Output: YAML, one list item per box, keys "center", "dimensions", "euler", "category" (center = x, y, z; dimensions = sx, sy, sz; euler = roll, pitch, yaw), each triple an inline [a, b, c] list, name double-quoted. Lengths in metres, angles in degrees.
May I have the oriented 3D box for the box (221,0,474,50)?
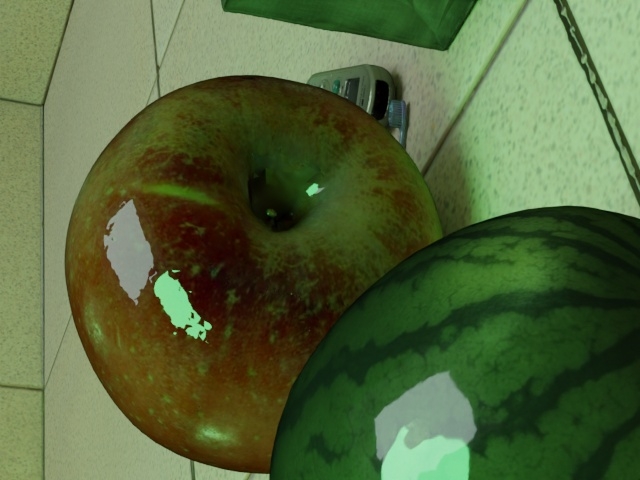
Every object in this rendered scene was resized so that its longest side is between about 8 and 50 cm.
- center: [0.030, -0.292, 1.210]
  dimensions: [0.155, 0.231, 0.149]
  euler: [122, 149, -47]
  category: "box"

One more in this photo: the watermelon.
- center: [0.111, 0.141, 0.763]
  dimensions: [0.359, 0.279, 0.279]
  euler: [118, 152, -50]
  category: "watermelon"

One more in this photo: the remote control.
- center: [0.028, -0.148, 1.434]
  dimensions: [0.221, 0.042, 0.078]
  euler: [-171, 91, -68]
  category: "remote control"

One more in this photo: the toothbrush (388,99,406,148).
- center: [0.072, -0.046, 1.309]
  dimensions: [0.013, 0.019, 0.193]
  euler: [166, 109, -67]
  category: "toothbrush"

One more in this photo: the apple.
- center: [-0.058, 0.033, 1.167]
  dimensions: [0.277, 0.349, 0.348]
  euler: [113, 157, -58]
  category: "apple"
